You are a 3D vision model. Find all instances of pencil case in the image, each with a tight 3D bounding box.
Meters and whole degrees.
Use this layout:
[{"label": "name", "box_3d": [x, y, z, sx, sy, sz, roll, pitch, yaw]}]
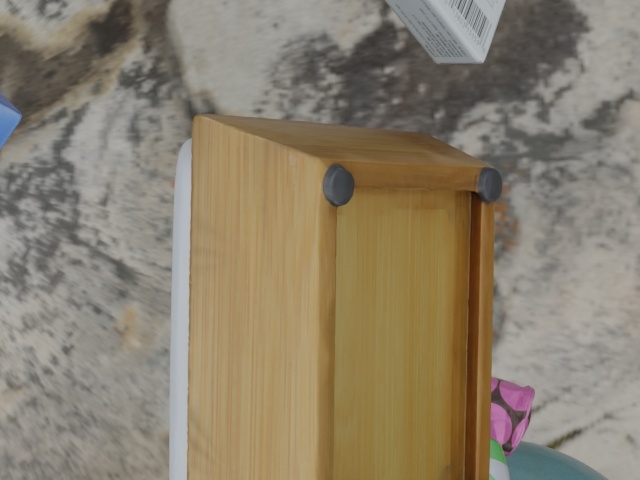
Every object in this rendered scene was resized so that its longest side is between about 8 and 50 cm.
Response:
[{"label": "pencil case", "box_3d": [0.124, 0.173, 1.600, 0.209, 0.098, 0.095, 16, 60, 9]}]

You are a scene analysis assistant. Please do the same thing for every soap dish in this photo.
[{"label": "soap dish", "box_3d": [0.016, 0.069, 0.936, 0.229, 0.118, 0.290, 0, 91, -50]}]

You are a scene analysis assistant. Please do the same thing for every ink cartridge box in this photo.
[{"label": "ink cartridge box", "box_3d": [0.111, -0.340, 1.406, 0.275, 0.060, 0.239, 42, 61, -47]}]

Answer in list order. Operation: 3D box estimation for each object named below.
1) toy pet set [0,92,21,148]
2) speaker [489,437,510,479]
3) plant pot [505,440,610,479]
[{"label": "toy pet set", "box_3d": [-0.154, -0.014, 0.478, 0.065, 0.122, 0.114, 36, 95, -6]}, {"label": "speaker", "box_3d": [0.119, 0.340, 1.425, 0.131, 0.131, 0.296, 12, 67, -18]}, {"label": "plant pot", "box_3d": [0.225, 0.362, 1.852, 0.290, 0.290, 0.195, -47, 107, -10]}]
